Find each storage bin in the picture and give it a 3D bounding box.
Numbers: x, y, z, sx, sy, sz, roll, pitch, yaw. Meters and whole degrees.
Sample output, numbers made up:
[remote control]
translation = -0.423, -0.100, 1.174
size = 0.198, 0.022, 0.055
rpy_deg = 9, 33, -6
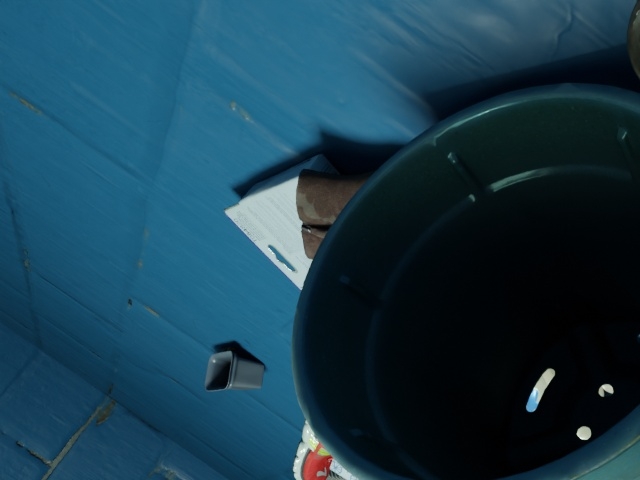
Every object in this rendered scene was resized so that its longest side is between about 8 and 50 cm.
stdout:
[storage bin]
translation = -0.191, 0.296, 1.435
size = 0.091, 0.098, 0.135
rpy_deg = 17, 158, -29

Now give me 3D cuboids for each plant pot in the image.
[plant pot]
translation = 0.209, 0.103, 0.559
size = 0.341, 0.341, 0.334
rpy_deg = -3, 146, 45

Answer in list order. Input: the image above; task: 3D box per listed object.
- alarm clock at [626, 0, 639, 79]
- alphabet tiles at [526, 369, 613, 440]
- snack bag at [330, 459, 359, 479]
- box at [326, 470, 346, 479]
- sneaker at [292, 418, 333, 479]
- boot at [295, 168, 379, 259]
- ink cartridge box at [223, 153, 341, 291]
[alarm clock]
translation = 0.283, -0.129, 0.406
size = 0.192, 0.064, 0.129
rpy_deg = 45, 148, -13
[alphabet tiles]
translation = 0.351, 0.261, 0.753
size = 0.284, 0.021, 0.278
rpy_deg = -31, 81, 26
[snack bag]
translation = 0.146, 0.396, 1.204
size = 0.342, 0.037, 0.323
rpy_deg = 25, 129, 14
[box]
translation = 0.072, 0.533, 1.487
size = 0.094, 0.113, 0.275
rpy_deg = 42, 147, -11
[sneaker]
translation = 0.025, 0.376, 1.174
size = 0.118, 0.107, 0.279
rpy_deg = 21, 129, 14
[boot]
translation = 0.086, 0.022, 0.751
size = 0.206, 0.090, 0.248
rpy_deg = 3, 125, 21
[ink cartridge box]
translation = 0.000, 0.000, 0.871
size = 0.223, 0.045, 0.224
rpy_deg = 47, 148, -19
